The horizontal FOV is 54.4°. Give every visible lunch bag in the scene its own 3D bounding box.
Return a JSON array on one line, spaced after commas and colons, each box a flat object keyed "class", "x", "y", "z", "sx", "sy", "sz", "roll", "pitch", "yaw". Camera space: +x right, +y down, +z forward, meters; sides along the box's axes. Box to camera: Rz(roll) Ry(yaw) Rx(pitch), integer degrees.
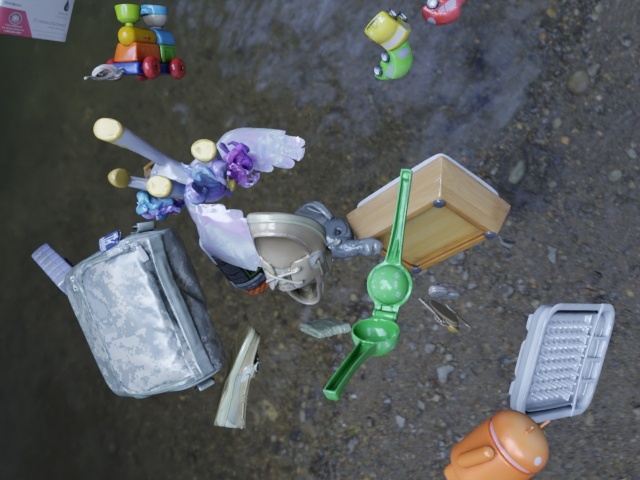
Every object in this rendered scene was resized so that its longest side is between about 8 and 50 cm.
[{"class": "lunch bag", "x": -0.309, "y": 0.128, "z": 1.145, "sx": 0.256, "sy": 0.212, "sz": 0.305, "roll": -16, "pitch": 96, "yaw": 51}]

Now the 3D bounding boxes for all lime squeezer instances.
[{"class": "lime squeezer", "x": 0.065, "y": 0.061, "z": 0.729, "sx": 0.059, "sy": 0.110, "sz": 0.310, "roll": -4, "pitch": 49, "yaw": 35}]

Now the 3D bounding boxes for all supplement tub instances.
[{"class": "supplement tub", "x": -0.198, "y": 0.039, "z": 1.520, "sx": 0.117, "sy": 0.190, "sz": 0.117, "roll": -22, "pitch": 36, "yaw": 17}]

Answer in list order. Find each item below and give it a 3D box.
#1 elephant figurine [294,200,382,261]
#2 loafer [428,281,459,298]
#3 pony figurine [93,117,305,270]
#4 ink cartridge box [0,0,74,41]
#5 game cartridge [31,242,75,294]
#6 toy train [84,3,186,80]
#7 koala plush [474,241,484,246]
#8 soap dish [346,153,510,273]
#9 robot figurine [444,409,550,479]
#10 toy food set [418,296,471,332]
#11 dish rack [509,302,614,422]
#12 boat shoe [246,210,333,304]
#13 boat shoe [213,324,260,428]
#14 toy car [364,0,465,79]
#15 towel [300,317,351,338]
[{"class": "elephant figurine", "x": 0.000, "y": 0.000, "z": 1.407, "sx": 0.239, "sy": 0.169, "sz": 0.186, "roll": -27, "pitch": 82, "yaw": 4}, {"class": "loafer", "x": 0.311, "y": 0.124, "z": 1.590, "sx": 0.045, "sy": 0.125, "sz": 0.039, "roll": -26, "pitch": 64, "yaw": 35}, {"class": "pony figurine", "x": -0.231, "y": -0.117, "z": 1.240, "sx": 0.351, "sy": 0.363, "sz": 0.303, "roll": 13, "pitch": 86, "yaw": 8}, {"class": "ink cartridge box", "x": -0.514, "y": -0.476, "z": 1.095, "sx": 0.092, "sy": 0.158, "sz": 0.218, "roll": 28, "pitch": 111, "yaw": 19}, {"class": "game cartridge", "x": -0.489, "y": 0.165, "z": 1.406, "sx": 0.068, "sy": 0.355, "sz": 0.230, "roll": -41, "pitch": 37, "yaw": -15}, {"class": "toy train", "x": -0.357, "y": -0.373, "z": 1.161, "sx": 0.105, "sy": 0.248, "sz": 0.143, "roll": 3, "pitch": 104, "yaw": 20}, {"class": "koala plush", "x": 0.377, "y": -0.078, "z": 1.929, "sx": 0.221, "sy": 0.196, "sz": 0.203, "roll": -13, "pitch": 65, "yaw": 15}, {"class": "soap dish", "x": 0.236, "y": -0.047, "z": 1.387, "sx": 0.291, "sy": 0.229, "sz": 0.118, "roll": -32, "pitch": 41, "yaw": 41}, {"class": "robot figurine", "x": 0.336, "y": 0.407, "z": 1.177, "sx": 0.219, "sy": 0.158, "sz": 0.128, "roll": -48, "pitch": 14, "yaw": 24}, {"class": "toy food set", "x": 0.373, "y": 0.234, "z": 1.919, "sx": 0.038, "sy": 0.192, "sz": 0.132, "roll": -55, "pitch": 50, "yaw": 15}, {"class": "dish rack", "x": 0.558, "y": 0.274, "z": 1.458, "sx": 0.072, "sy": 0.332, "sz": 0.286, "roll": 21, "pitch": 101, "yaw": 47}, {"class": "boat shoe", "x": -0.044, "y": 0.035, "z": 1.005, "sx": 0.109, "sy": 0.302, "sz": 0.098, "roll": 3, "pitch": 73, "yaw": 12}, {"class": "boat shoe", "x": -0.103, "y": 0.185, "z": 0.837, "sx": 0.056, "sy": 0.048, "sz": 0.153, "roll": -119, "pitch": 46, "yaw": -71}, {"class": "toy car", "x": 0.166, "y": -0.372, "z": 1.182, "sx": 0.053, "sy": 0.239, "sz": 0.225, "roll": 55, "pitch": 156, "yaw": 12}, {"class": "towel", "x": 0.012, "y": 0.240, "z": 1.727, "sx": 0.148, "sy": 0.110, "sz": 0.027, "roll": -171, "pitch": 74, "yaw": -68}]
